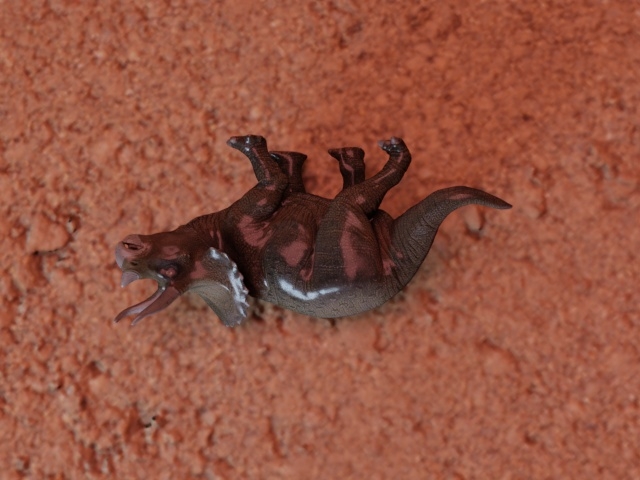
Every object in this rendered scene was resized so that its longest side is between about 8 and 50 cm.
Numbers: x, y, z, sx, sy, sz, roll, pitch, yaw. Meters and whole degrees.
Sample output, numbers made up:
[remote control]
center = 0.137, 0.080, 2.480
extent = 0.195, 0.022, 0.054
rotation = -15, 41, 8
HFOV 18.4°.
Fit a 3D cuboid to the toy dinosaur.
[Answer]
[toy dinosaur]
center = 0.000, 0.000, 1.578
extent = 0.314, 0.121, 0.160
rotation = 2, 82, 11
